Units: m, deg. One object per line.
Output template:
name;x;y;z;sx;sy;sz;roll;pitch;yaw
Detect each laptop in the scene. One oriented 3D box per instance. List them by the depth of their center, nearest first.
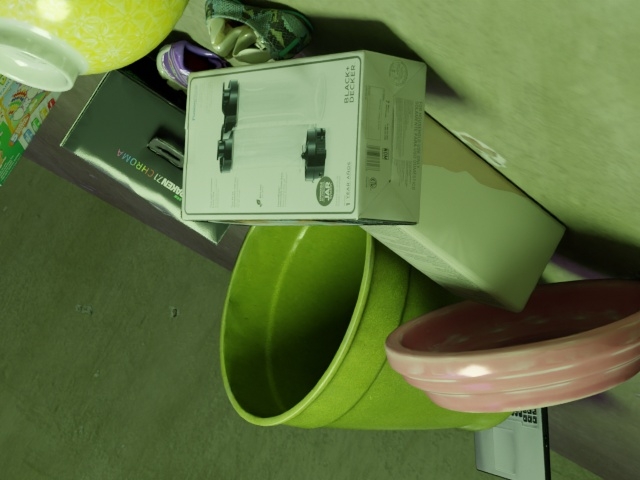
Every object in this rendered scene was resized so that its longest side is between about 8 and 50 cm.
laptop;0.223;0.224;2.469;0.236;0.407;0.382;-2;177;-11

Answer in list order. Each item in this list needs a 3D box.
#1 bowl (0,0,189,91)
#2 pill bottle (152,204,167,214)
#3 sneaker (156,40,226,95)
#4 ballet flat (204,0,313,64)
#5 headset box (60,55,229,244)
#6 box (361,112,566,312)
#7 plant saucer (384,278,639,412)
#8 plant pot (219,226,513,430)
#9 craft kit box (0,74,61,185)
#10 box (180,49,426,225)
bowl;-0.302;-0.259;1.553;0.290;0.156;0.289;17;166;4
pill bottle;-0.233;-0.126;2.254;0.153;0.153;0.264;27;171;20
sneaker;-0.133;-0.200;1.822;0.170;0.068;0.071;30;156;-25
ballet flat;-0.084;-0.224;1.522;0.070;0.070;0.188;37;169;-34
headset box;-0.207;-0.135;1.921;0.246;0.131;0.283;33;-170;-10
box;0.118;-0.050;1.626;0.311;0.121;0.148;36;169;-29
plant saucer;0.244;0.123;1.636;0.332;0.084;0.332;-12;-173;1
plant pot;0.105;0.113;1.935;0.353;0.366;0.366;19;178;-28
craft kit box;-0.501;-0.233;2.238;0.061;0.249;0.246;28;172;15
box;-0.025;-0.100;1.463;0.087;0.169;0.290;4;177;-42
